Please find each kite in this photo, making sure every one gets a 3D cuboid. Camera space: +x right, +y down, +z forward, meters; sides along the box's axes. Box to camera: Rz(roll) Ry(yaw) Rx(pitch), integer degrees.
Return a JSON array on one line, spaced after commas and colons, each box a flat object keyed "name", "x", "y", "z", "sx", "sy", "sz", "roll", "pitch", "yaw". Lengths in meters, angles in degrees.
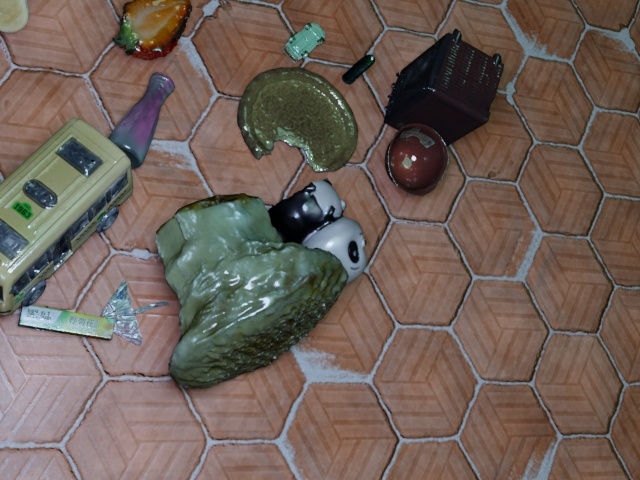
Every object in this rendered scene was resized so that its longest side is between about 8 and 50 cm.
[{"name": "kite", "x": -0.380, "y": 0.146, "z": 1.769, "sx": 0.157, "sy": 0.011, "sz": 0.139, "roll": -15, "pitch": 85, "yaw": -26}]

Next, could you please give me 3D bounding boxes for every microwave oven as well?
[{"name": "microwave oven", "x": 0.285, "y": -0.354, "z": 2.082, "sx": 0.188, "sy": 0.247, "sz": 0.178, "roll": 27, "pitch": 68, "yaw": -14}]

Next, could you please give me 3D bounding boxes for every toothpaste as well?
[{"name": "toothpaste", "x": -0.490, "y": 0.160, "z": 1.696, "sx": 0.179, "sy": 0.037, "sz": 0.043, "roll": 12, "pitch": 74, "yaw": -19}]

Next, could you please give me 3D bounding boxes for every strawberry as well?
[{"name": "strawberry", "x": -0.367, "y": -0.460, "z": 1.906, "sx": 0.140, "sy": 0.085, "sz": 0.192, "roll": 18, "pitch": 63, "yaw": -11}]

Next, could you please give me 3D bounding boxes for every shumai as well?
[{"name": "shumai", "x": -0.176, "y": 0.075, "z": 1.733, "sx": 0.397, "sy": 0.324, "sz": 0.323, "roll": -32, "pitch": 73, "yaw": -9}]

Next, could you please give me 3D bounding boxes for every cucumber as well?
[{"name": "cucumber", "x": 0.092, "y": -0.407, "z": 2.071, "sx": 0.032, "sy": 0.133, "sz": 0.032, "roll": 6, "pitch": 75, "yaw": -24}]

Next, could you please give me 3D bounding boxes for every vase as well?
[{"name": "vase", "x": -0.374, "y": -0.259, "z": 1.851, "sx": 0.086, "sy": 0.086, "sz": 0.214, "roll": 29, "pitch": 61, "yaw": -14}]

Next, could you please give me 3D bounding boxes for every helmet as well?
[{"name": "helmet", "x": 0.213, "y": -0.180, "z": 2.074, "sx": 0.155, "sy": 0.106, "sz": 0.175, "roll": 9, "pitch": 77, "yaw": -18}]

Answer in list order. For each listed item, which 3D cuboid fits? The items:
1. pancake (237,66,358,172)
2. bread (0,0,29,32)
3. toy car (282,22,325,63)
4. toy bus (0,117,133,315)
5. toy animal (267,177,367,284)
[{"name": "pancake", "x": -0.050, "y": -0.272, "z": 2.025, "sx": 0.286, "sy": 0.033, "sz": 0.288, "roll": -42, "pitch": 95, "yaw": -29}, {"name": "bread", "x": -0.692, "y": -0.527, "z": 1.686, "sx": 0.316, "sy": 0.316, "sz": 0.054, "roll": 18, "pitch": 36, "yaw": -19}, {"name": "toy car", "x": -0.036, "y": -0.475, "z": 2.088, "sx": 0.059, "sy": 0.035, "sz": 0.122, "roll": 46, "pitch": 54, "yaw": -6}, {"name": "toy bus", "x": -0.524, "y": -0.047, "z": 1.636, "sx": 0.177, "sy": 0.202, "sz": 0.365, "roll": 37, "pitch": 65, "yaw": 3}, {"name": "toy animal", "x": 0.004, "y": -0.007, "z": 1.894, "sx": 0.235, "sy": 0.165, "sz": 0.187, "roll": 54, "pitch": 20, "yaw": 3}]
